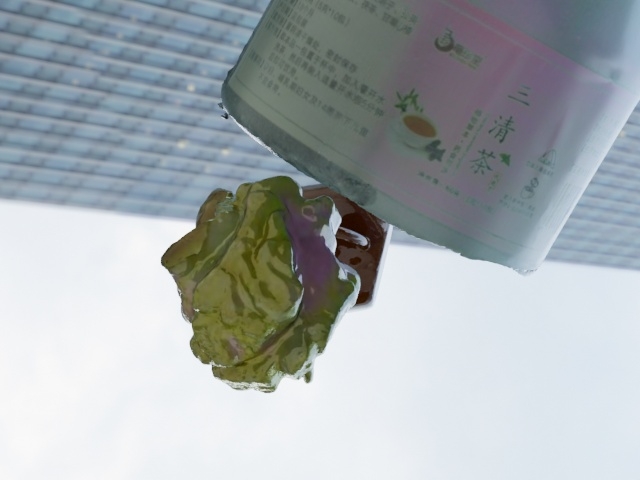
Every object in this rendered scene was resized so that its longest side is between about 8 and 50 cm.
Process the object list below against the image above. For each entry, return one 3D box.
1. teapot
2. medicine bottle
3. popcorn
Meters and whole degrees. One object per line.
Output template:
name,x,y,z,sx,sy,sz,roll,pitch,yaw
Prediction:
teapot,0.000,0.000,1.289,0.116,0.173,0.116,0,-97,2
medicine bottle,0.103,-0.158,1.027,0.245,0.245,0.290,36,-78,37
popcorn,-0.039,0.029,1.057,0.126,0.126,0.145,2,-107,19
